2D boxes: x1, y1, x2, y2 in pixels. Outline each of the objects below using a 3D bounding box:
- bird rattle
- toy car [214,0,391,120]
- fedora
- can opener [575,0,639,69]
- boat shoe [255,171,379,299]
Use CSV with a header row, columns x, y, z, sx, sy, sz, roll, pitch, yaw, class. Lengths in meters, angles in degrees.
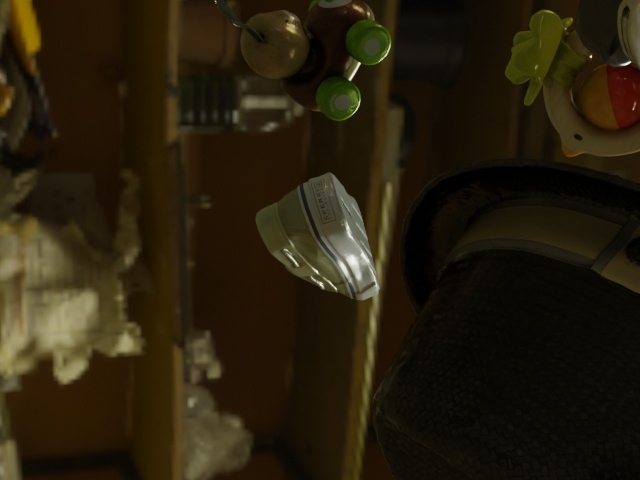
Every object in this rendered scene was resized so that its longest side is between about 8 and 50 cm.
x,y,z,sx,sy,sz,roll,pitch,yaw,class
0.350,-0.205,1.554,0.143,0.253,0.207,-81,157,-72,bird rattle
-0.039,-0.251,1.591,0.149,0.188,0.155,-61,-149,13,toy car
0.148,0.116,0.701,0.334,0.152,0.334,34,-27,20,fedora
0.223,-0.188,0.584,0.280,0.074,0.093,-46,-127,9,can opener
0.000,0.000,1.463,0.302,0.094,0.109,57,19,-69,boat shoe
